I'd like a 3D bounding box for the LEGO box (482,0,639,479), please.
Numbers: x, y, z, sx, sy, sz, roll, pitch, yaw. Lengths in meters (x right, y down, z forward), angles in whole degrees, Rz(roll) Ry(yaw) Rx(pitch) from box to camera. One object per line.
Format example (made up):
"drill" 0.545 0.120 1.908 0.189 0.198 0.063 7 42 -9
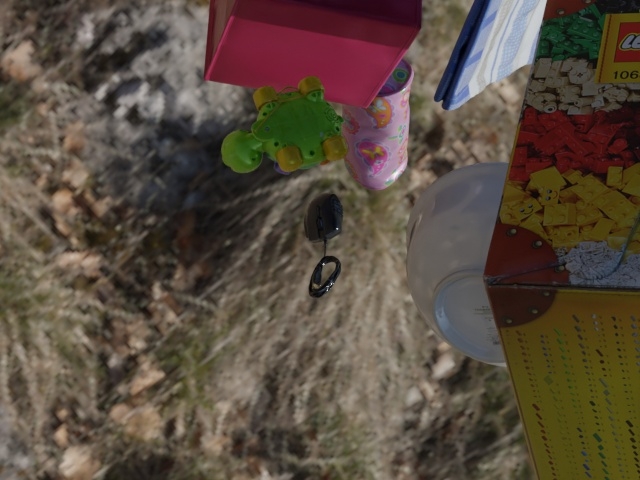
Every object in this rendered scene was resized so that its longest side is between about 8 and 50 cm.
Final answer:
"LEGO box" 0.317 0.060 1.245 0.500 0.193 0.372 69 30 -44

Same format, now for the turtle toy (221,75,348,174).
"turtle toy" -0.037 -0.105 1.320 0.130 0.066 0.095 -15 70 -16

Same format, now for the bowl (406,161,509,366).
"bowl" 0.226 0.059 1.654 0.298 0.298 0.134 46 43 -10

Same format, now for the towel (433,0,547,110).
"towel" 0.255 -0.292 1.735 0.034 0.209 0.285 33 34 18

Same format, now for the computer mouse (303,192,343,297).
"computer mouse" 0.000 0.000 2.147 0.242 0.071 0.041 -89 153 -50

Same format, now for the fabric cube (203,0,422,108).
"fabric cube" -0.013 -0.375 1.899 0.258 0.254 0.259 8 67 -13

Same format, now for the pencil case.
"pencil case" 0.100 -0.212 2.305 0.124 0.284 0.124 -1 57 2
